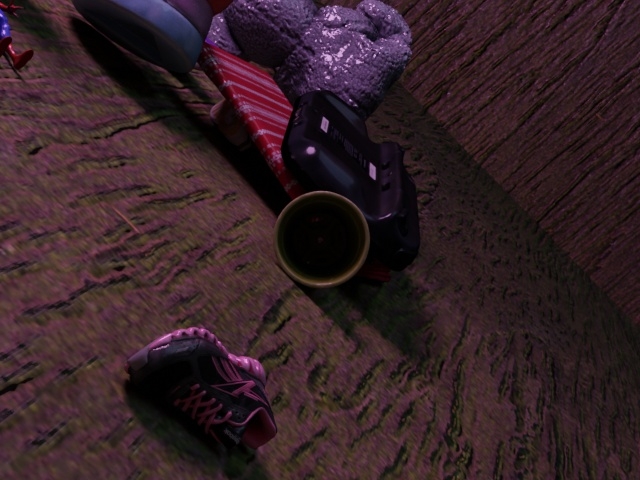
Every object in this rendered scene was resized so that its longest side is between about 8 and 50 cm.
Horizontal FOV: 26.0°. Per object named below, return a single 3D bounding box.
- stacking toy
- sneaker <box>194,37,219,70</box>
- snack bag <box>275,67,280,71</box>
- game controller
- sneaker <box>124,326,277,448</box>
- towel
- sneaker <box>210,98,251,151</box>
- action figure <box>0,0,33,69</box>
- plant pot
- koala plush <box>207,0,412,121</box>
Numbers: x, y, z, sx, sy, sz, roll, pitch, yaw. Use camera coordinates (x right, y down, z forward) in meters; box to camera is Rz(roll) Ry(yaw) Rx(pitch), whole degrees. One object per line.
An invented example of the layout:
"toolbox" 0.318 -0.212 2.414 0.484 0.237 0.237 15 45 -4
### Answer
"stacking toy" -0.252 -0.263 1.275 0.279 0.130 0.309 20 -13 45
"sneaker" -0.179 -0.284 1.480 0.236 0.104 0.095 50 11 14
"snack bag" -0.093 -0.434 1.994 0.342 0.037 0.323 -121 -154 -47
"game controller" 0.032 -0.070 1.420 0.166 0.067 0.319 36 15 -8
"sneaker" -0.062 0.088 0.781 0.119 0.047 0.057 28 33 -53
"towel" -0.023 -0.075 1.408 0.275 0.031 0.199 56 12 13
"sneaker" -0.090 -0.117 1.421 0.037 0.032 0.083 55 9 -31
"action figure" -0.251 -0.176 1.051 0.038 0.030 0.115 22 24 -51
"plant pot" 0.000 0.000 1.230 0.083 0.083 0.079 46 -2 0
"koala plush" -0.024 -0.236 1.634 0.221 0.196 0.203 40 12 -12
